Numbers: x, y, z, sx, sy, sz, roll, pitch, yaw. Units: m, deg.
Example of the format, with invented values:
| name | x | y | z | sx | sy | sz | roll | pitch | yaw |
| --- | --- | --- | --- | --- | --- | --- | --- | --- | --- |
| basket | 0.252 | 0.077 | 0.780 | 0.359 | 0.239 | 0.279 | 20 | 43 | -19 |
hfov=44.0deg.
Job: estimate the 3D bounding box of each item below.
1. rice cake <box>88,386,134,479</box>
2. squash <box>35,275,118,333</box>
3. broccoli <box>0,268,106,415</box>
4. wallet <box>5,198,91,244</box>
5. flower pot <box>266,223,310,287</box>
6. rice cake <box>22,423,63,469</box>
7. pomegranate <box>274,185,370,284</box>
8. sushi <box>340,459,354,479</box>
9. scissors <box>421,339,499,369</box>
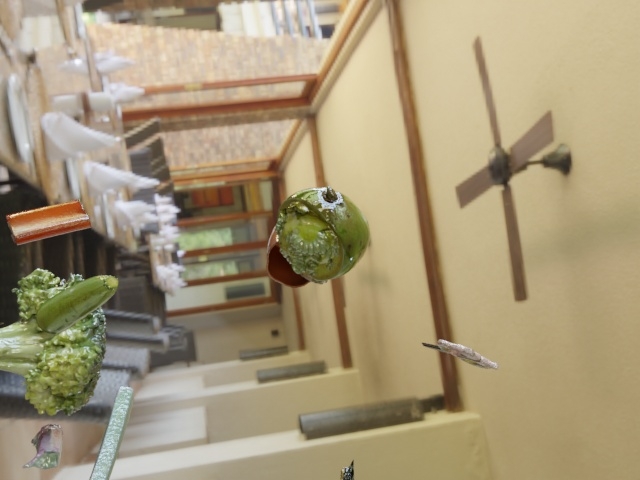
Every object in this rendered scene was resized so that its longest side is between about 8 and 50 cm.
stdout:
| name | x | y | z | sx | sy | sz | roll | pitch | yaw |
| --- | --- | --- | --- | --- | --- | --- | --- | --- | --- |
| rice cake | -0.421 | 0.407 | 1.590 | 0.080 | 0.042 | 0.221 | 113 | -11 | -51 |
| squash | -0.444 | 0.114 | 1.444 | 0.066 | 0.201 | 0.066 | 42 | 32 | -35 |
| broccoli | -0.659 | 0.257 | 1.887 | 0.293 | 0.281 | 0.347 | -45 | -134 | 50 |
| wallet | -0.754 | -0.052 | 2.193 | 0.142 | 0.205 | 0.045 | 44 | -39 | 47 |
| flower pot | -0.080 | 0.023 | 2.464 | 0.173 | 0.191 | 0.190 | -98 | -174 | -59 |
| rice cake | -0.624 | 0.463 | 1.797 | 0.290 | 0.081 | 0.051 | 177 | -95 | -74 |
| pomegranate | 0.000 | 0.000 | 2.151 | 0.340 | 0.261 | 0.260 | 104 | -22 | -52 |
| sushi | 0.054 | 0.647 | 2.047 | 0.120 | 0.026 | 0.126 | -90 | -162 | -51 |
| scissors | 0.347 | 0.292 | 2.097 | 0.024 | 0.160 | 0.317 | -64 | -161 | -10 |
